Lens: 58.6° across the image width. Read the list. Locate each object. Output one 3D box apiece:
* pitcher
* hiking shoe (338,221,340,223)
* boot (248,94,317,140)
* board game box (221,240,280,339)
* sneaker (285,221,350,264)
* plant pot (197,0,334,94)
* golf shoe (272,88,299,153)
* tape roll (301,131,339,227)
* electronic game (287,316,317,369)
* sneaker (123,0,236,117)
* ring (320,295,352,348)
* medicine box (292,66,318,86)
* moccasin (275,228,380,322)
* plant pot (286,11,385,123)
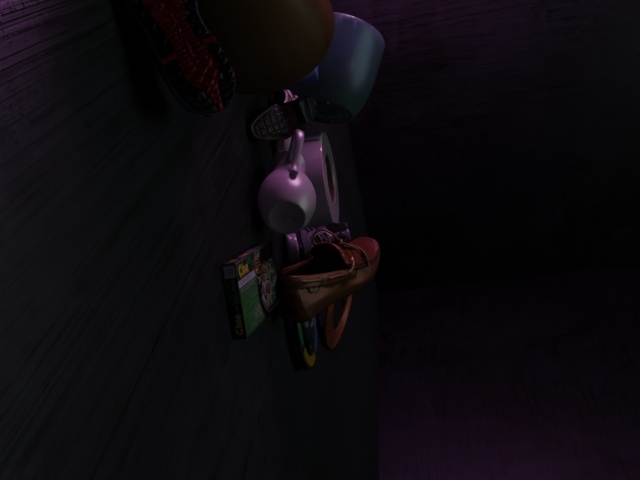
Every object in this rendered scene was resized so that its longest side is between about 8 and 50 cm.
[{"bbox_3d":[-0.067,-0.128,1.237,0.207,0.126,0.177,-92,-166,-53],"label":"pitcher"},{"bbox_3d":[0.054,-0.016,1.947,0.304,0.113,0.132,25,59,-79],"label":"hiking shoe"},{"bbox_3d":[-0.109,-0.271,1.313,0.219,0.106,0.082,-34,112,-44],"label":"boot"},{"bbox_3d":[-0.125,0.085,1.086,0.260,0.030,0.136,-40,125,-79],"label":"board game box"},{"bbox_3d":[0.000,0.000,1.502,0.268,0.153,0.101,-27,109,-80],"label":"sneaker"},{"bbox_3d":[-0.120,-0.387,0.855,0.254,0.237,0.237,52,32,-68],"label":"plant pot"},{"bbox_3d":[-0.100,-0.303,1.448,0.086,0.068,0.186,24,57,-44],"label":"golf shoe"},{"bbox_3d":[-0.016,-0.177,1.699,0.286,0.100,0.286,-7,90,-80],"label":"tape roll"},{"bbox_3d":[-0.040,0.209,1.435,0.229,0.048,0.229,-7,90,-80],"label":"electronic game"},{"bbox_3d":[-0.208,-0.285,0.760,0.125,0.104,0.261,6,-62,67],"label":"sneaker"},{"bbox_3d":[0.058,0.183,1.850,0.336,0.032,0.336,10,90,-75],"label":"ring"},{"bbox_3d":[-0.102,-0.548,1.321,0.289,0.149,0.263,70,16,-49],"label":"medicine box"},{"bbox_3d":[0.025,0.058,1.362,0.380,0.139,0.146,-23,119,-45],"label":"moccasin"},{"bbox_3d":[0.025,-0.484,1.678,0.293,0.293,0.235,45,54,-74],"label":"plant pot"}]
